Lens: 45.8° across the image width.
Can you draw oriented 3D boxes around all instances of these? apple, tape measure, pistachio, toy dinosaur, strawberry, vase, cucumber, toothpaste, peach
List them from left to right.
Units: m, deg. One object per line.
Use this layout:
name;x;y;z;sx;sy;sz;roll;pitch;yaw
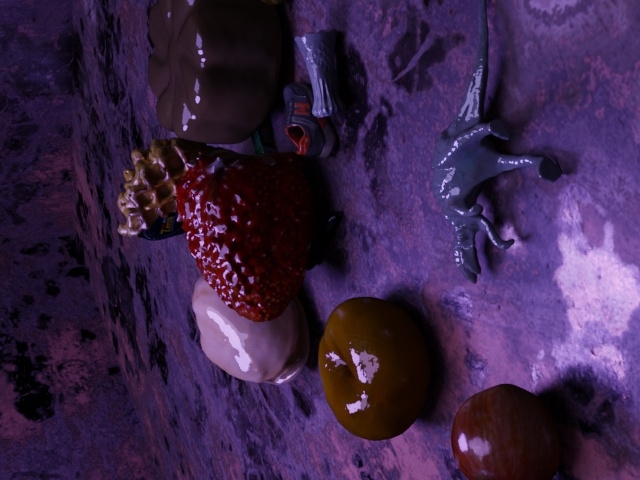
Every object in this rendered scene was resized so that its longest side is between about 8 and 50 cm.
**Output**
tape measure;-0.461;-0.088;2.206;0.112;0.186;0.199;55;145;26
strawberry;-0.153;-0.015;1.520;0.292;0.292;0.343;1;87;62
pistachio;-0.156;0.177;1.682;0.238;0.229;0.321;-47;60;17
toothpaste;-0.130;-0.226;1.687;0.043;0.037;0.178;-31;72;57
cucumber;0.000;0.000;1.519;0.184;0.033;0.036;115;153;-46
vase;0.004;-0.298;1.367;0.081;0.081;0.148;3;104;62
peach;0.086;0.215;1.306;0.251;0.153;0.251;18;112;52
toy dinosaur;0.214;-0.132;1.017;0.205;0.092;0.393;176;83;-67
apple;0.248;0.265;1.016;0.146;0.146;0.131;134;145;-58

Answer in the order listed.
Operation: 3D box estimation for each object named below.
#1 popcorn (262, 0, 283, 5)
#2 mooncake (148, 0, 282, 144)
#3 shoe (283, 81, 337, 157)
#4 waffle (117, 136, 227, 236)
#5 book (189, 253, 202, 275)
popcorn;-0.132;-0.552;1.447;0.198;0.198;0.212;56;178;39
mooncake;-0.240;-0.393;1.621;0.378;0.201;0.378;2;92;62
shoe;-0.039;-0.236;1.464;0.194;0.077;0.074;62;148;30
waffle;-0.285;-0.093;1.715;0.261;0.324;0.151;-57;32;20
book;-0.287;-0.002;2.067;0.269;0.032;0.389;56;145;37
